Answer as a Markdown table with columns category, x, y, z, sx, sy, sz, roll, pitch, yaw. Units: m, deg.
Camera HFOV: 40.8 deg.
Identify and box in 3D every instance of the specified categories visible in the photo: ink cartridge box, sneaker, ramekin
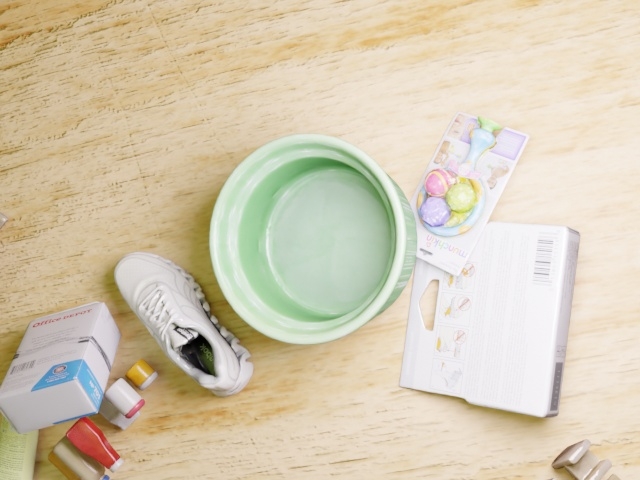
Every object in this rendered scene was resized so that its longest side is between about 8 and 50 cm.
| category | x | y | z | sx | sy | sz | roll | pitch | yaw |
| --- | --- | --- | --- | --- | --- | --- | --- | --- | --- |
| ink cartridge box | 0.251 | 0.109 | 1.297 | 0.239 | 0.060 | 0.275 | 5 | 85 | 37 |
| sneaker | -0.228 | 0.125 | 1.362 | 0.292 | 0.118 | 0.110 | 44 | 96 | 14 |
| ink cartridge box | -0.406 | 0.196 | 1.351 | 0.139 | 0.191 | 0.082 | -16 | 119 | 10 |
| ramekin | 0.000 | 0.000 | 1.290 | 0.303 | 0.148 | 0.303 | -1 | 87 | 21 |

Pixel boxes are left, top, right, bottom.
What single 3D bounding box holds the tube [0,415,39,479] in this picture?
| category | x | y | z | sx | sy | sz | roll | pitch | yaw |
| --- | --- | --- | --- | --- | --- | --- | --- | --- | --- |
| tube | -0.509 | 0.367 | 1.427 | 0.070 | 0.062 | 0.240 | 11 | 92 | 56 |

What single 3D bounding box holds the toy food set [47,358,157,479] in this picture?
| category | x | y | z | sx | sy | sz | roll | pitch | yaw |
| --- | --- | --- | --- | --- | --- | --- | --- | --- | --- |
| toy food set | -0.331 | 0.308 | 1.370 | 0.104 | 0.111 | 0.232 | 44 | 93 | 0 |

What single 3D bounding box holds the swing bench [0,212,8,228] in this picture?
| category | x | y | z | sx | sy | sz | roll | pitch | yaw |
| --- | --- | --- | --- | --- | --- | --- | --- | --- | --- |
| swing bench | -0.684 | -0.035 | 1.371 | 0.253 | 0.255 | 0.165 | 41 | 100 | -8 |

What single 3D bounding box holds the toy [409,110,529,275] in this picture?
| category | x | y | z | sx | sy | sz | roll | pitch | yaw |
| --- | --- | --- | --- | --- | --- | --- | --- | --- | --- |
| toy | 0.201 | -0.082 | 1.307 | 0.137 | 0.056 | 0.237 | 27 | 87 | 37 |

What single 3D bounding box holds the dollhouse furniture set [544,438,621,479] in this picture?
| category | x | y | z | sx | sy | sz | roll | pitch | yaw |
| --- | --- | --- | --- | --- | --- | --- | --- | --- | --- |
| dollhouse furniture set | 0.363 | 0.448 | 1.222 | 0.242 | 0.161 | 0.212 | -42 | 77 | -18 |
